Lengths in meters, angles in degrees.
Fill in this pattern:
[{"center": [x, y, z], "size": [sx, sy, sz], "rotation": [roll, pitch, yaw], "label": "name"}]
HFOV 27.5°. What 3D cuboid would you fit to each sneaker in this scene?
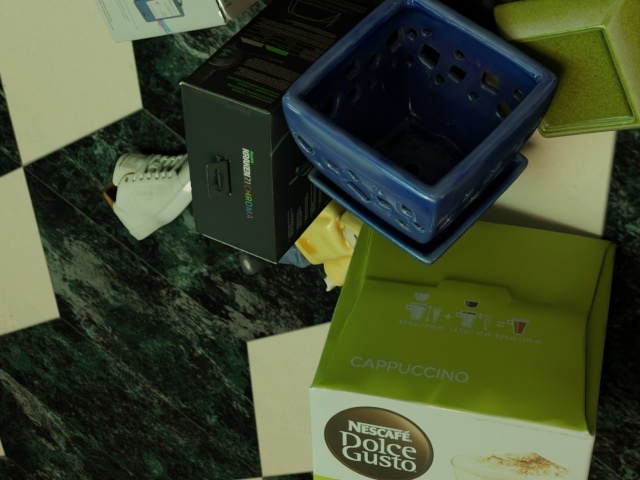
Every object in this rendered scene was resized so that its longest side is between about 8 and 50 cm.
[{"center": [-0.257, -0.092, 2.026], "size": [0.123, 0.106, 0.290], "rotation": [46, 142, -11], "label": "sneaker"}]

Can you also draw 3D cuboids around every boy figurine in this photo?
[{"center": [0.000, 0.000, 1.922], "size": [0.285, 0.092, 0.177], "rotation": [0, 123, 42], "label": "boy figurine"}]

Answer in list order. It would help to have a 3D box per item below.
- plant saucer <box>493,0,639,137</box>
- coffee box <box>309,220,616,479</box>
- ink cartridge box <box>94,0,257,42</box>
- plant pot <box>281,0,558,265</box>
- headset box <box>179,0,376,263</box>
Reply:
[{"center": [0.303, -0.197, 1.529], "size": [0.188, 0.045, 0.188], "rotation": [-4, 123, 41], "label": "plant saucer"}, {"center": [0.187, 0.201, 1.706], "size": [0.338, 0.338, 0.334], "rotation": [9, 134, 11], "label": "coffee box"}, {"center": [-0.168, -0.339, 1.688], "size": [0.212, 0.154, 0.093], "rotation": [1, 125, 39], "label": "ink cartridge box"}, {"center": [0.117, -0.125, 1.572], "size": [0.236, 0.236, 0.212], "rotation": [37, 158, 21], "label": "plant pot"}, {"center": [-0.050, -0.147, 1.672], "size": [0.131, 0.283, 0.246], "rotation": [21, 138, 22], "label": "headset box"}]
